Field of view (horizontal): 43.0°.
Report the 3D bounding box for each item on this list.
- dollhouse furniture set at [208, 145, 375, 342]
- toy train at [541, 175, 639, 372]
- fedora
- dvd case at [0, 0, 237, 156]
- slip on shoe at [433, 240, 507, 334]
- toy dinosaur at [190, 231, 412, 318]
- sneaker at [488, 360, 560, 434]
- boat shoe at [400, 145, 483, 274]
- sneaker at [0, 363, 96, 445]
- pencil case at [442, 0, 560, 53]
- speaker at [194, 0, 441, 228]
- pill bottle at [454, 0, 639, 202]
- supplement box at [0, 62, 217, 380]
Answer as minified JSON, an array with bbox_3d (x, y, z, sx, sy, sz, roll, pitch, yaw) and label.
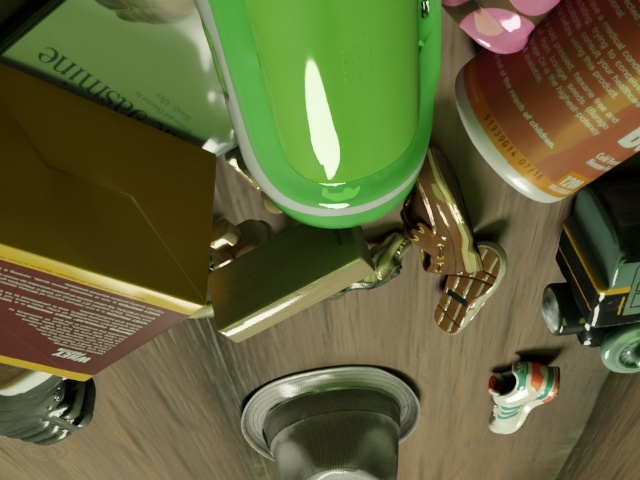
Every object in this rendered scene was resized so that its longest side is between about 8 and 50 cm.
[{"bbox_3d":[0.000,0.000,0.627,0.144,0.151,0.123,-28,142,14],"label":"dollhouse furniture set"},{"bbox_3d":[0.381,0.020,0.771,0.334,0.142,0.190,-7,136,-2],"label":"toy train"},{"bbox_3d":[0.021,0.284,1.078,0.244,0.124,0.275,-7,145,-3],"label":"fedora"},{"bbox_3d":[-0.078,-0.138,0.543,0.253,0.022,0.180,-28,141,27],"label":"dvd case"},{"bbox_3d":[0.159,0.045,0.839,0.041,0.051,0.135,-34,153,-38],"label":"slip on shoe"},{"bbox_3d":[-0.047,0.033,0.764,0.268,0.064,0.118,-11,152,10],"label":"toy dinosaur"},{"bbox_3d":[0.250,0.204,1.082,0.075,0.057,0.161,19,141,-8],"label":"sneaker"},{"bbox_3d":[0.101,-0.016,0.716,0.060,0.064,0.178,-16,148,11],"label":"boat shoe"},{"bbox_3d":[-0.275,0.131,0.827,0.147,0.104,0.296,23,141,-39],"label":"sneaker"},{"bbox_3d":[0.138,-0.206,0.433,0.095,0.098,0.209,45,135,5],"label":"pencil case"},{"bbox_3d":[-0.004,-0.134,0.435,0.131,0.131,0.296,-9,145,2],"label":"speaker"},{"bbox_3d":[0.203,-0.127,0.527,0.121,0.121,0.216,22,136,-36],"label":"pill bottle"},{"bbox_3d":[-0.211,-0.001,0.593,0.191,0.129,0.194,21,144,-33],"label":"supplement box"}]
